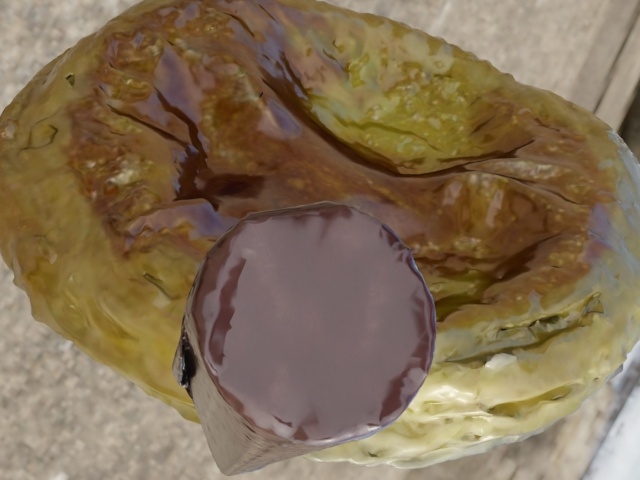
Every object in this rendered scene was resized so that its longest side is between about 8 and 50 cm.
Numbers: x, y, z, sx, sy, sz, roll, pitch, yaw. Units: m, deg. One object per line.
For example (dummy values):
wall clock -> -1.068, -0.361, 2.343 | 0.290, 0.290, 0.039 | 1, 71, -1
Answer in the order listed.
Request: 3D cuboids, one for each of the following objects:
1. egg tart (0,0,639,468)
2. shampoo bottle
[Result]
egg tart -> 0.000, 0.000, 0.892 | 0.443, 0.443, 0.178 | -40, 154, -45
shampoo bottle -> -0.013, 0.036, 0.437 | 0.068, 0.067, 0.236 | -31, 175, -11
